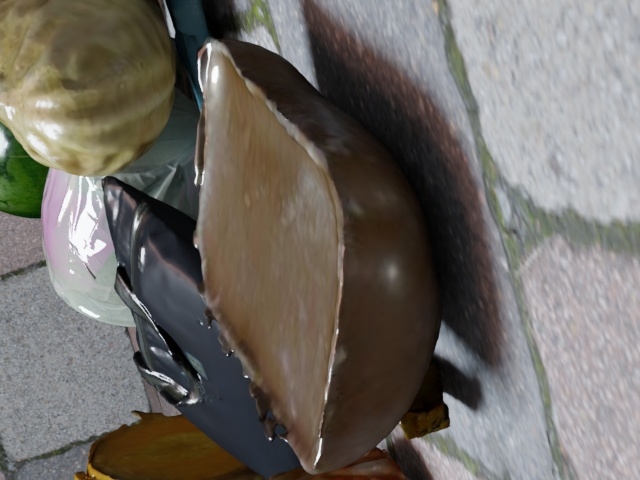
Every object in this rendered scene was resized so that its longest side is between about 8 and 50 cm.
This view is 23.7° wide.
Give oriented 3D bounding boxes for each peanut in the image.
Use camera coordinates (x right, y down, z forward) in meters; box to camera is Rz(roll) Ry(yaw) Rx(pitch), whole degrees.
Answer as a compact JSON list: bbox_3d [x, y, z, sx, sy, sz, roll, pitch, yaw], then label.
[{"bbox_3d":[-0.193,-0.162,1.147,0.325,0.153,0.140,-120,17,-48],"label":"peanut"}]

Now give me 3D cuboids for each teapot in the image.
[{"bbox_3d":[-0.131,-0.055,1.256,0.163,0.221,0.178,25,139,22],"label":"teapot"}]

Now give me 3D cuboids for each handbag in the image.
[{"bbox_3d":[-0.069,0.080,1.127,0.211,0.089,0.254,30,148,32],"label":"handbag"}]

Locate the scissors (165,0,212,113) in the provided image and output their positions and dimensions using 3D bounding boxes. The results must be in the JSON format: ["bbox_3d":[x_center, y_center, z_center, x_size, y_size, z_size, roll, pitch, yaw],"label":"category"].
[{"bbox_3d":[-0.092,-0.150,1.124,0.180,0.032,0.393,-126,20,-79],"label":"scissors"}]

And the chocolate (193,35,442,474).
[{"bbox_3d":[0.000,-0.001,0.783,0.261,0.083,0.161,-126,39,-58],"label":"chocolate"}]

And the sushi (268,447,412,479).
[{"bbox_3d":[0.000,0.210,0.996,0.130,0.124,0.332,61,168,9],"label":"sushi"}]

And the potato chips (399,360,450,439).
[{"bbox_3d":[0.038,0.064,0.830,0.204,0.037,0.026,-125,30,-72],"label":"potato chips"}]

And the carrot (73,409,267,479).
[{"bbox_3d":[-0.078,0.325,1.308,0.224,0.224,0.340,-145,47,-72],"label":"carrot"}]

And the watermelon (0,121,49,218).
[{"bbox_3d":[-0.281,-0.145,1.534,0.242,0.242,0.242,163,90,-79],"label":"watermelon"}]
